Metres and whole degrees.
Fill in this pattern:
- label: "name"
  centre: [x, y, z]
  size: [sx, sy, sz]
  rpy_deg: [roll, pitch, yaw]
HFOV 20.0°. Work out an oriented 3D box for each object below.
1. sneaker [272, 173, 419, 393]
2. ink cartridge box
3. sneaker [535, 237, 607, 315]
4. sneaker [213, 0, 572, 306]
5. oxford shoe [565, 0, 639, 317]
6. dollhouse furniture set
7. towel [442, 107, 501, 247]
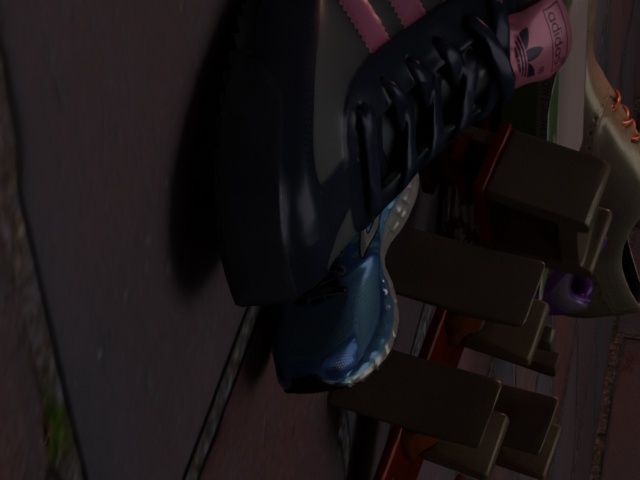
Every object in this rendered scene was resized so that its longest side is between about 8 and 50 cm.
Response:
- label: "sneaker"
  centre: [0.000, 0.000, 0.862]
  size: [0.073, 0.063, 0.162]
  rpy_deg: [55, 34, -44]
- label: "ink cartridge box"
  centre: [0.158, -0.089, 1.338]
  size: [0.235, 0.056, 0.171]
  rpy_deg: [-64, 157, -52]
- label: "sneaker"
  centre: [0.206, -0.027, 1.630]
  size: [0.095, 0.104, 0.236]
  rpy_deg: [-62, 153, -57]
- label: "sneaker"
  centre: [0.042, -0.084, 0.805]
  size: [0.319, 0.131, 0.112]
  rpy_deg: [-69, 161, -49]
- label: "oxford shoe"
  centre: [0.255, -0.104, 1.716]
  size: [0.140, 0.146, 0.397]
  rpy_deg: [-66, 157, -54]
- label: "dollhouse furniture set"
  centre: [0.083, 0.059, 1.153]
  size: [0.262, 0.135, 0.259]
  rpy_deg: [70, 39, -62]
- label: "towel"
  centre: [0.138, -0.159, 1.432]
  size: [0.237, 0.037, 0.329]
  rpy_deg: [-6, 101, -78]
